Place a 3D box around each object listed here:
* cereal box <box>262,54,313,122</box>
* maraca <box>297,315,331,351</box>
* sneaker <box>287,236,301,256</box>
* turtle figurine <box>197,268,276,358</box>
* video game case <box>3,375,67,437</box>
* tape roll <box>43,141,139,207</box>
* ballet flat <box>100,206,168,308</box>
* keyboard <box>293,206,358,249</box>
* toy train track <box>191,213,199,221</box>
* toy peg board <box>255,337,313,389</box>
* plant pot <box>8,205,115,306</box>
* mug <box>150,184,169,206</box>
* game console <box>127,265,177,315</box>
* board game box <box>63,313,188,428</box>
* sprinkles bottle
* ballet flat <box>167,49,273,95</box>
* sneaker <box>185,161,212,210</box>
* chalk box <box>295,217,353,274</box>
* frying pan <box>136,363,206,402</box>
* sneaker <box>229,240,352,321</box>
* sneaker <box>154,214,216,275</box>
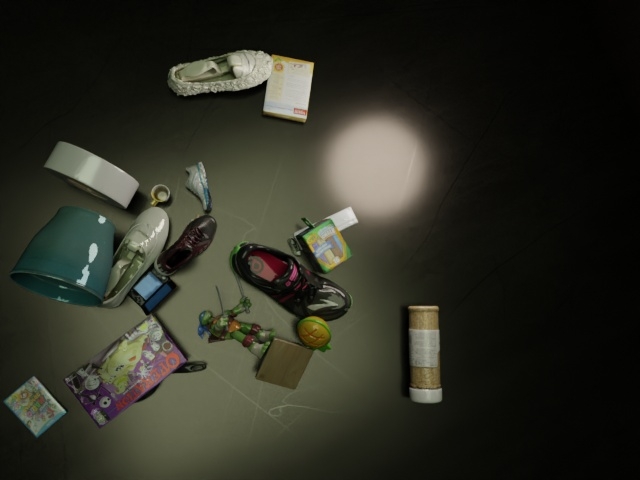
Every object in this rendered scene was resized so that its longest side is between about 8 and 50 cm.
[{"bbox_3d":[-0.127,-0.599,1.954,0.173,0.047,0.240,9,82,-9],"label":"cereal box"},{"bbox_3d":[-0.020,0.346,1.796,0.127,0.185,0.099,6,44,19],"label":"maraca"},{"bbox_3d":[-0.098,0.026,1.883,0.032,0.037,0.083,-33,91,-15],"label":"sneaker"},{"bbox_3d":[-0.279,0.270,1.733,0.266,0.198,0.274,30,81,-1],"label":"turtle figurine"},{"bbox_3d":[-0.954,0.557,1.659,0.119,0.015,0.166,-42,92,-13],"label":"video game case"},{"bbox_3d":[-0.764,-0.215,1.663,0.286,0.286,0.100,25,79,-7],"label":"tape roll"},{"bbox_3d":[-0.654,0.061,1.707,0.139,0.139,0.400,32,83,-5],"label":"ballet flat"},{"bbox_3d":[0.022,-0.049,1.931,0.256,0.014,0.072,-26,83,-13],"label":"keyboard"},{"bbox_3d":[-0.456,-0.056,1.838,0.048,0.014,0.083,2,88,-18],"label":"toy train track"},{"bbox_3d":[-0.136,0.427,1.771,0.161,0.079,0.161,23,96,-24],"label":"toy peg board"},{"bbox_3d":[-0.781,0.041,1.558,0.272,0.271,0.255,14,64,-9],"label":"plant pot"},{"bbox_3d":[-0.585,-0.163,1.800,0.078,0.064,0.062,-19,87,-12],"label":"mug"},{"bbox_3d":[-0.595,0.173,1.743,0.124,0.085,0.144,45,77,-3],"label":"game console"},{"bbox_3d":[-0.653,0.436,1.674,0.347,0.056,0.208,-38,93,-13],"label":"board game box"},{"bbox_3d":[0.395,0.428,1.882,0.121,0.121,0.355,1,82,-11],"label":"sprinkles bottle"},{"bbox_3d":[-0.370,-0.630,1.848,0.409,0.147,0.147,-16,86,-6],"label":"ballet flat"},{"bbox_3d":[-0.455,-0.193,1.834,0.083,0.071,0.190,-14,77,-6],"label":"sneaker"},{"bbox_3d":[0.000,0.000,1.843,0.132,0.132,0.213,-31,99,-12],"label":"chalk box"},{"bbox_3d":[-0.588,0.432,1.728,0.326,0.053,0.197,-25,87,-14],"label":"frying pan"},{"bbox_3d":[-0.105,0.159,1.776,0.483,0.202,0.185,26,80,-10],"label":"sneaker"},{"bbox_3d":[-0.449,0.015,1.733,0.106,0.162,0.281,46,66,-17],"label":"sneaker"}]
